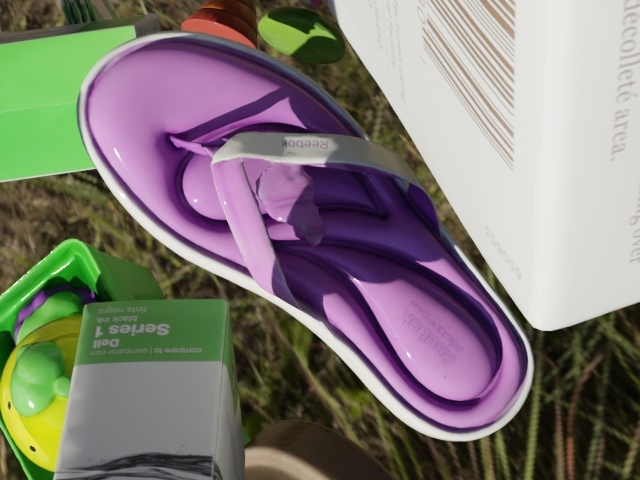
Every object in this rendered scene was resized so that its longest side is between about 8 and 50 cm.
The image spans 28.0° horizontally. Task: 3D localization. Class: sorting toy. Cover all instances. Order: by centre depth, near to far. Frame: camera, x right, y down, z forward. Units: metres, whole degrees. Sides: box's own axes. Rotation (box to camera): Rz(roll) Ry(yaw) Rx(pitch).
[{"bbox_3d":[-0.029,-0.332,1.818,0.127,0.365,0.126,40,63,-49],"label":"sorting toy"}]

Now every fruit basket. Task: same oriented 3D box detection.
[{"bbox_3d":[-0.273,0.195,1.485,0.283,0.392,0.392,-38,125,24],"label":"fruit basket"}]

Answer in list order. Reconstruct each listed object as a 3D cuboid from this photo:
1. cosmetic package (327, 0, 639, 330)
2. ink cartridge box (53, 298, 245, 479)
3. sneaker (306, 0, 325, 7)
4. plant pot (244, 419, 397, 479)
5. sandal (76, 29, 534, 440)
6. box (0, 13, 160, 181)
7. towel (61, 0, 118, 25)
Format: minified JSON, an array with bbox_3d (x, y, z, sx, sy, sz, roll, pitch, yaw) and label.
[{"bbox_3d":[0.222,-0.219,0.666,0.393,0.327,0.329,-17,135,-10],"label":"cosmetic package"},{"bbox_3d":[-0.095,0.166,0.728,0.092,0.219,0.160,0,133,2],"label":"ink cartridge box"},{"bbox_3d":[-0.036,-0.376,1.713,0.063,0.075,0.170,-53,147,-1],"label":"sneaker"},{"bbox_3d":[-0.046,0.332,1.184,0.229,0.263,0.263,-31,128,-37],"label":"plant pot"},{"bbox_3d":[0.009,-0.013,0.952,0.416,0.102,0.169,38,80,-9],"label":"sandal"},{"bbox_3d":[-0.279,-0.131,1.212,0.262,0.231,0.127,-8,104,1],"label":"box"},{"bbox_3d":[-0.274,-0.271,1.537,0.038,0.325,0.248,-24,162,2],"label":"towel"}]
